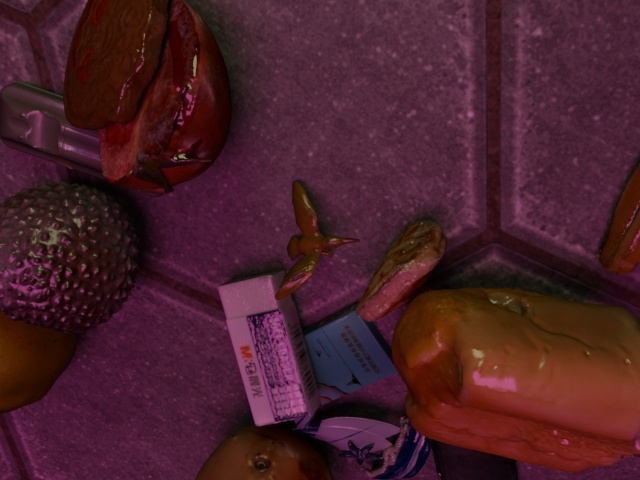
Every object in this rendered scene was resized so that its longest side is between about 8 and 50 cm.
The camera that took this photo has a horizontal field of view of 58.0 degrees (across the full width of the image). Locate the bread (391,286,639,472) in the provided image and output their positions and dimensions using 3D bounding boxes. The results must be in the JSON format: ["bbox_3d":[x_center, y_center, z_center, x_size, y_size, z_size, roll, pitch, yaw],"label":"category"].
[{"bbox_3d":[0.315,0.204,0.967,0.394,0.250,0.361,12,147,4],"label":"bread"}]

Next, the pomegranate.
[{"bbox_3d":[-0.117,0.551,1.216,0.319,0.319,0.319,4,114,9],"label":"pomegranate"}]

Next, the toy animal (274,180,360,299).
[{"bbox_3d":[0.000,0.000,1.056,0.155,0.095,0.219,-1,83,12],"label":"toy animal"}]

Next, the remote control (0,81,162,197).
[{"bbox_3d":[-0.436,-0.183,1.072,0.335,0.065,0.128,19,118,2],"label":"remote control"}]

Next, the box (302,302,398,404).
[{"bbox_3d":[0.023,0.243,1.184,0.229,0.041,0.162,-30,104,21],"label":"box"}]

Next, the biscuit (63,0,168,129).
[{"bbox_3d":[-0.332,-0.308,0.913,0.257,0.049,0.273,14,92,42],"label":"biscuit"}]

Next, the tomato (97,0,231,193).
[{"bbox_3d":[-0.231,-0.219,0.949,0.309,0.170,0.309,-12,72,39],"label":"tomato"}]

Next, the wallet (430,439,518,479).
[{"bbox_3d":[0.319,0.427,1.207,0.172,0.045,0.318,-10,111,12],"label":"wallet"}]

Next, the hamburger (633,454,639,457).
[{"bbox_3d":[0.572,0.299,1.058,0.183,0.130,0.206,21,114,-2],"label":"hamburger"}]

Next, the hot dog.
[{"bbox_3d":[0.536,-0.074,0.928,0.068,0.083,0.289,9,117,-14],"label":"hot dog"}]

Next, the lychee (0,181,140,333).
[{"bbox_3d":[-0.485,0.028,1.057,0.300,0.300,0.300,4,114,9],"label":"lychee"}]

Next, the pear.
[{"bbox_3d":[-0.654,0.202,1.179,0.294,0.294,0.294,4,114,9],"label":"pear"}]

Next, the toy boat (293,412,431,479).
[{"bbox_3d":[0.089,0.438,1.234,0.291,0.070,0.210,1,121,8],"label":"toy boat"}]

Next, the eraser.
[{"bbox_3d":[-0.099,0.208,1.132,0.130,0.086,0.287,-12,95,18],"label":"eraser"}]

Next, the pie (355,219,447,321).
[{"bbox_3d":[0.144,0.057,1.003,0.084,0.179,0.205,35,122,0],"label":"pie"}]
